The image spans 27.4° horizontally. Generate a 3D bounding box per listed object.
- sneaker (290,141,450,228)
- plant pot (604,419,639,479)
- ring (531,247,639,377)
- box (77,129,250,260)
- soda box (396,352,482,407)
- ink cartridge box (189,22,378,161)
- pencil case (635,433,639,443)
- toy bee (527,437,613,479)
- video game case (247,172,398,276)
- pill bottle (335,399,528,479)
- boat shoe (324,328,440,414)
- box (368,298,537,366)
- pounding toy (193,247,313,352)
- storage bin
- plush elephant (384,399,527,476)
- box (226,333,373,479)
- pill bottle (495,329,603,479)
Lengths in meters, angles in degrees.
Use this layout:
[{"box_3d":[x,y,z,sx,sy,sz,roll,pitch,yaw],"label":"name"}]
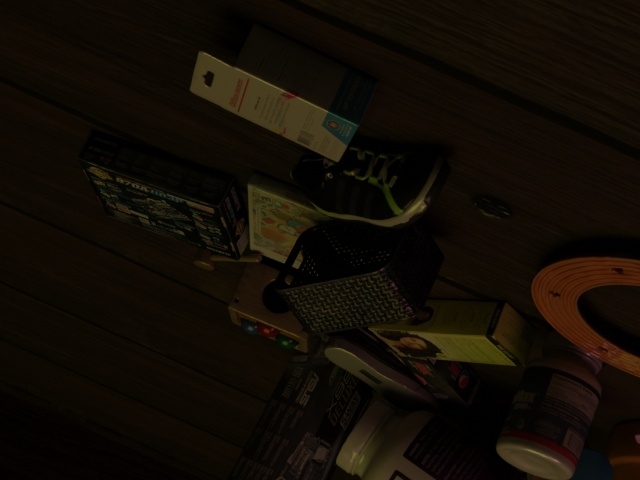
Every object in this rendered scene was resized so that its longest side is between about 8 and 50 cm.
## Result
[{"box_3d":[0.044,-0.069,1.493,0.097,0.084,0.234,38,155,-28],"label":"sneaker"},{"box_3d":[0.541,0.421,1.943,0.291,0.203,0.291,21,159,8],"label":"plant pot"},{"box_3d":[0.415,0.097,1.563,0.336,0.032,0.336,20,157,9],"label":"ring"},{"box_3d":[-0.214,-0.059,1.828,0.220,0.051,0.175,19,158,15],"label":"box"},{"box_3d":[0.181,0.193,1.994,0.060,0.053,0.169,7,152,36],"label":"soda box"},{"box_3d":[-0.041,-0.163,1.394,0.181,0.061,0.104,25,158,-3],"label":"ink cartridge box"},{"box_3d":[0.529,0.255,1.728,0.206,0.088,0.086,12,153,30],"label":"pencil case"},{"box_3d":[0.331,0.349,1.843,0.162,0.298,0.195,-11,138,-8],"label":"toy bee"},{"box_3d":[0.000,0.000,1.776,0.206,0.026,0.227,22,158,7],"label":"video game case"},{"box_3d":[0.190,0.385,2.024,0.323,0.181,0.181,34,161,14],"label":"pill bottle"},{"box_3d":[0.108,0.197,2.060,0.219,0.070,0.078,37,148,-20],"label":"boat shoe"},{"box_3d":[0.181,0.126,1.834,0.232,0.058,0.087,-2,147,47],"label":"box"},{"box_3d":[-0.101,0.083,1.947,0.206,0.094,0.181,22,167,5],"label":"pounding toy"},{"box_3d":[0.048,0.038,1.623,0.180,0.122,0.084,-11,126,36],"label":"storage bin"},{"box_3d":[0.242,0.434,2.239,0.272,0.330,0.255,8,172,20],"label":"plush elephant"},{"box_3d":[-0.031,0.330,2.190,0.076,0.307,0.242,20,158,23],"label":"box"},{"box_3d":[0.310,0.215,1.736,0.108,0.180,0.108,21,158,9],"label":"pill bottle"}]
